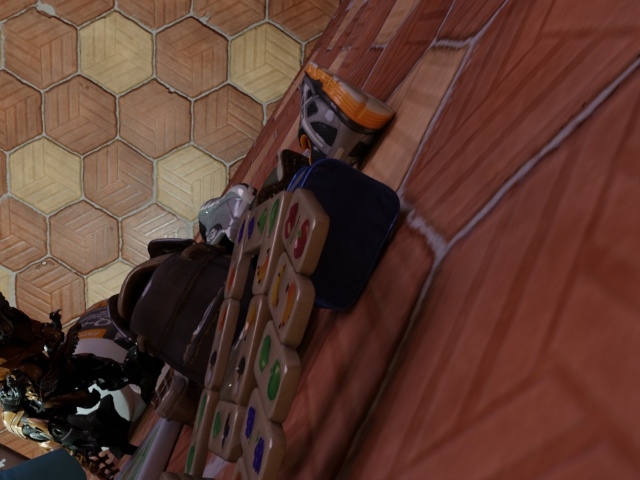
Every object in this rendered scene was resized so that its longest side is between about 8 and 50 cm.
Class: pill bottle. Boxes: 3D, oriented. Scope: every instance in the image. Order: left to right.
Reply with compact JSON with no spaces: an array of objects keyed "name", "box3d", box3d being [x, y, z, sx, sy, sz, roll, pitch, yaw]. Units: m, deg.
[{"name":"pill bottle","box3d":[-0.338,0.205,1.225,0.162,0.162,0.278,-56,10,11]}]

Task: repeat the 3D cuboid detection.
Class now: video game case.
[{"name":"video game case","box3d":[-0.213,0.293,0.779,0.193,0.023,0.212,-52,12,30]}]

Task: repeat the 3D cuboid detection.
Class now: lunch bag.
[{"name":"lunch bag","box3d":[0.000,0.000,0.506,0.098,0.067,0.065,-61,10,-6]}]

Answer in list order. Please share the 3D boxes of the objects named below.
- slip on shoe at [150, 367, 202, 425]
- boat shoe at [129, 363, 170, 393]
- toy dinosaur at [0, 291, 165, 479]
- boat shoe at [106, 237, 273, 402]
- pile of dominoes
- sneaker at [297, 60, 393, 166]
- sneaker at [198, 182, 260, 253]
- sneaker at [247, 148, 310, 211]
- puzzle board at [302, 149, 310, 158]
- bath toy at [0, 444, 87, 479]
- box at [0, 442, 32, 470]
[{"name":"slip on shoe","box3d":[-0.141,0.154,0.789,0.051,0.041,0.135,-60,10,-7]},{"name":"boat shoe","box3d":[-0.210,0.140,1.102,0.063,0.066,0.184,112,-179,-60]},{"name":"toy dinosaur","box3d":[-0.307,0.176,0.931,0.322,0.218,0.164,60,-148,-56]},{"name":"boat shoe","box3d":[-0.108,0.049,0.687,0.132,0.130,0.355,-60,11,-12]},{"name":"pile of dominoes","box3d":[-0.060,0.089,0.410,0.196,0.040,0.251,158,125,-71]},{"name":"sneaker","box3d":[0.009,-0.122,0.778,0.083,0.084,0.215,-61,11,12]},{"name":"sneaker","box3d":[-0.162,0.002,1.212,0.228,0.086,0.132,-36,27,62]},{"name":"sneaker","box3d":[-0.043,-0.019,0.797,0.192,0.064,0.086,-78,15,-62]},{"name":"puzzle board","box3d":[-0.002,-0.131,1.040,0.128,0.011,0.096,-53,11,28]},{"name":"bath toy","box3d":[-0.332,0.340,0.856,0.151,0.129,0.348,-18,-19,-29]},{"name":"box","box3d":[-0.448,0.410,1.131,0.167,0.168,0.203,-63,11,-27]}]
